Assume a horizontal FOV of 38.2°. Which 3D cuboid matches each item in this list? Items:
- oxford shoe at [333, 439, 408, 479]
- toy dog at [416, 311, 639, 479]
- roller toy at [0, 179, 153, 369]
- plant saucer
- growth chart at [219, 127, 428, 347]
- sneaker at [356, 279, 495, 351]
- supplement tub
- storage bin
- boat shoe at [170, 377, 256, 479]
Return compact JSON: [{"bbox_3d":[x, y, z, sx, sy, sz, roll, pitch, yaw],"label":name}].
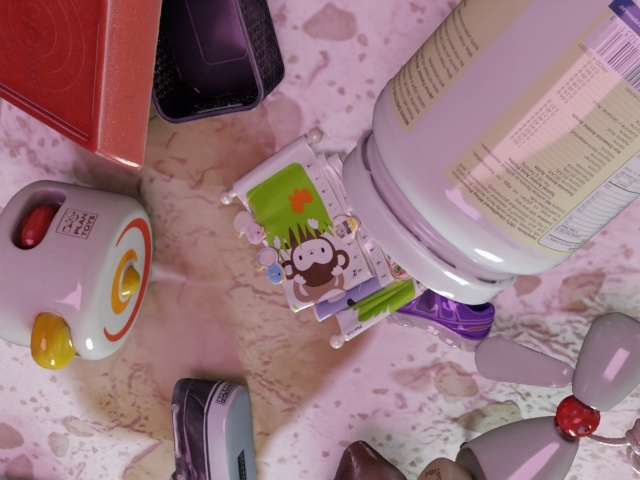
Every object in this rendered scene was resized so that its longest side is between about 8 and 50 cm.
[{"bbox_3d":[0.050,0.399,1.208,0.130,0.132,0.363,-11,137,-27],"label":"oxford shoe"},{"bbox_3d":[0.241,0.208,1.039,0.334,0.161,0.220,-37,113,14],"label":"toy dog"},{"bbox_3d":[-0.276,0.035,1.046,0.146,0.209,0.191,11,98,8],"label":"roller toy"},{"bbox_3d":[-0.282,-0.222,0.944,0.259,0.048,0.258,30,130,18],"label":"plant saucer"},{"bbox_3d":[0.000,0.000,1.017,0.172,0.021,0.237,-41,78,24],"label":"growth chart"},{"bbox_3d":[0.117,0.062,1.045,0.170,0.068,0.071,22,105,-7],"label":"sneaker"},{"bbox_3d":[0.195,-0.118,0.823,0.235,0.235,0.325,40,119,-7],"label":"supplement tub"},{"bbox_3d":[-0.122,-0.222,0.942,0.122,0.084,0.180,-8,113,18],"label":"storage bin"},{"bbox_3d":[-0.151,0.323,1.209,0.105,0.113,0.306,7,115,19],"label":"boat shoe"}]
